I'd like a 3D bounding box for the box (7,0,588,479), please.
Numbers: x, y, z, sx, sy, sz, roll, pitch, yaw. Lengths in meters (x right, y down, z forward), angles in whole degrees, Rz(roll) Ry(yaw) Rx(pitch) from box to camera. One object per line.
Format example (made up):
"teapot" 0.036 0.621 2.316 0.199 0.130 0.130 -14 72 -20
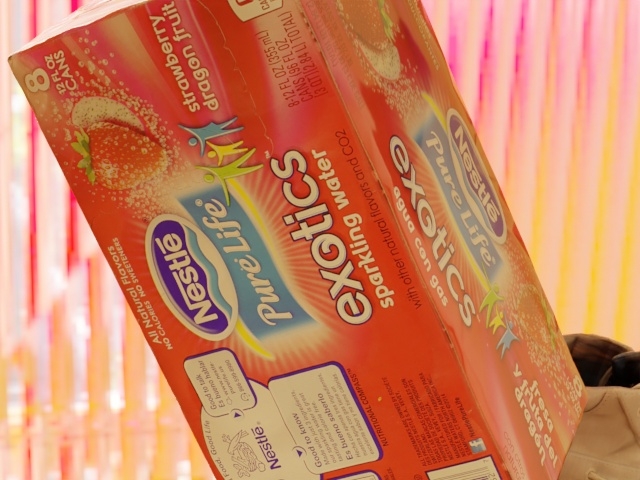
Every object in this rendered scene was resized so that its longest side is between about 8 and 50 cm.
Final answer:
"box" 0.000 0.000 0.685 0.257 0.128 0.122 65 27 -15

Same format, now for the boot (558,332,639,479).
"boot" 0.205 0.130 1.028 0.095 0.258 0.123 -108 -150 -61
